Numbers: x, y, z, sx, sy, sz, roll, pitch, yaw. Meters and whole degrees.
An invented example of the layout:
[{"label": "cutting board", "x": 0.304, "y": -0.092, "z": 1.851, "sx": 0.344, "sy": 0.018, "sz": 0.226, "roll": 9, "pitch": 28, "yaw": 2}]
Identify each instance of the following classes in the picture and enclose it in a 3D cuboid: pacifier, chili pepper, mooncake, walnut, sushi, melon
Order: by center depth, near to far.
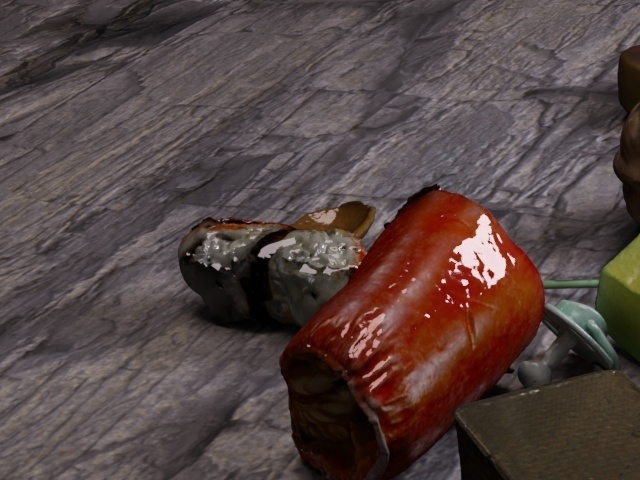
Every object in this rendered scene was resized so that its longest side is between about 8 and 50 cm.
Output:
[{"label": "chili pepper", "x": 0.074, "y": 0.115, "z": 1.722, "sx": 0.305, "sy": 0.229, "sz": 0.251, "roll": -37, "pitch": -5, "yaw": -38}, {"label": "melon", "x": 0.447, "y": 0.088, "z": 1.764, "sx": 0.196, "sy": 0.124, "sz": 0.323, "roll": -50, "pitch": 37, "yaw": 5}, {"label": "pacifier", "x": 0.277, "y": 0.129, "z": 1.836, "sx": 0.116, "sy": 0.127, "sz": 0.150, "roll": -50, "pitch": 15, "yaw": -5}, {"label": "sushi", "x": -0.048, "y": 0.049, "z": 2.044, "sx": 0.332, "sy": 0.124, "sz": 0.130, "roll": 6, "pitch": 37, "yaw": 30}, {"label": "walnut", "x": 0.493, "y": -0.103, "z": 2.131, "sx": 0.224, "sy": 0.224, "sz": 0.224, "roll": -6, "pitch": 24, "yaw": 3}, {"label": "mooncake", "x": 0.581, "y": -0.247, "z": 2.542, "sx": 0.234, "sy": 0.117, "sz": 0.235, "roll": -7, "pitch": 22, "yaw": 3}]

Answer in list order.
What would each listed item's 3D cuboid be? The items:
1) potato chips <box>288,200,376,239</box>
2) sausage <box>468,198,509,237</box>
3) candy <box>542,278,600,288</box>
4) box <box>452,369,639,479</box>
[{"label": "potato chips", "x": 0.000, "y": 0.000, "z": 2.230, "sx": 0.150, "sy": 0.049, "sz": 0.202, "roll": -3, "pitch": 26, "yaw": 22}, {"label": "sausage", "x": 0.178, "y": 0.034, "z": 1.994, "sx": 0.148, "sy": 0.148, "sz": 0.254, "roll": -8, "pitch": 25, "yaw": -4}, {"label": "candy", "x": 0.383, "y": 0.050, "z": 1.998, "sx": 0.287, "sy": 0.084, "sz": 0.078, "roll": -1, "pitch": 27, "yaw": 30}, {"label": "box", "x": 0.254, "y": 0.250, "z": 1.485, "sx": 0.184, "sy": 0.143, "sz": 0.273, "roll": -13, "pitch": 24, "yaw": -13}]
